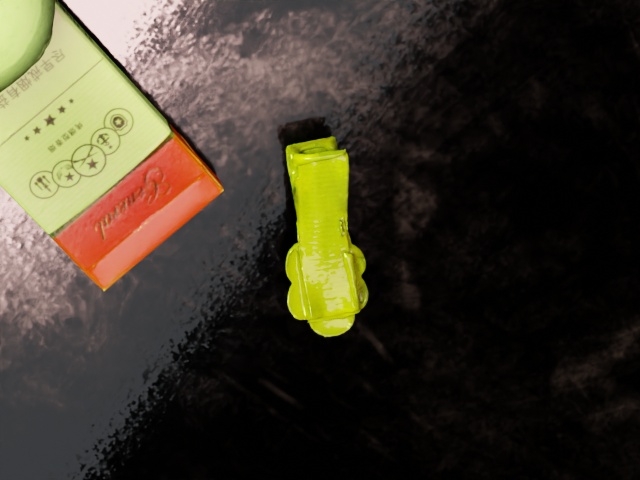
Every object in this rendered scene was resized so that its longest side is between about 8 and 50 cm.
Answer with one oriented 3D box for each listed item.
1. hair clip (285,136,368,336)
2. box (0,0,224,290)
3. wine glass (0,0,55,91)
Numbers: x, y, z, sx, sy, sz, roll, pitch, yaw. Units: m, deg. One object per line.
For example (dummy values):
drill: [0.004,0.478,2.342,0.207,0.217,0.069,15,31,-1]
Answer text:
hair clip: [0.000,0.000,1.672,0.072,0.046,0.173,-10,113,-6]
box: [-0.205,-0.086,1.594,0.139,0.035,0.245,-41,115,5]
wine glass: [-0.266,-0.232,1.416,0.323,0.238,0.238,-45,115,-2]
